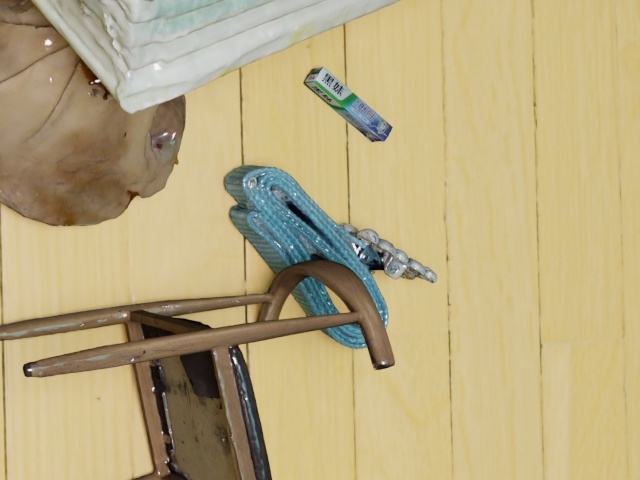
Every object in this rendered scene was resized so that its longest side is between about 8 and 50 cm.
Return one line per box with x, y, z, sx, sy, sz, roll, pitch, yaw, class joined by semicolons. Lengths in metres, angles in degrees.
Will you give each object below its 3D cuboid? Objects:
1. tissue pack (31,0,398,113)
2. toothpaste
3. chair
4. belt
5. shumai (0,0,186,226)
-0.051;-0.281;1.010;0.388;0.162;0.287;-27;65;-33;tissue pack
0.023;-0.111;1.211;0.083;0.020;0.017;38;75;-25;toothpaste
-0.093;0.122;1.042;0.272;0.188;0.166;-15;101;-28;chair
0.002;0.000;1.173;0.100;0.065;0.179;-46;112;-13;belt
-0.161;-0.110;1.042;0.201;0.120;0.201;2;86;-34;shumai
